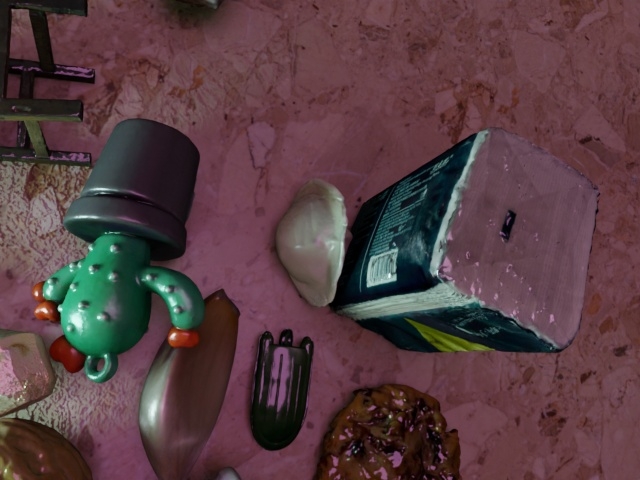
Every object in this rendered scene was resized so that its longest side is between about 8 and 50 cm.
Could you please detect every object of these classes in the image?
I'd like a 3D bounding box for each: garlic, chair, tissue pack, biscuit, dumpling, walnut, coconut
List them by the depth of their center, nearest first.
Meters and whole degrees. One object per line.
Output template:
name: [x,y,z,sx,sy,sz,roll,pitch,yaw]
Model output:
walnut: [-0.421,0.357,0.769,0.213,0.213,0.213,4,78,-18]
coconut: [-0.454,0.185,0.808,0.116,0.116,0.122,-24,81,-21]
chair: [-0.561,-0.240,0.816,0.416,0.240,0.203,1,81,-19]
garlic: [-0.214,0.226,0.903,0.143,0.112,0.318,42,60,-43]
tissue pack: [0.205,0.031,0.926,0.253,0.416,0.264,27,70,-14]
dumpling: [0.000,-0.004,0.995,0.126,0.166,0.215,34,67,-30]
biscuit: [0.132,0.428,0.996,0.289,0.081,0.334,10,78,-15]

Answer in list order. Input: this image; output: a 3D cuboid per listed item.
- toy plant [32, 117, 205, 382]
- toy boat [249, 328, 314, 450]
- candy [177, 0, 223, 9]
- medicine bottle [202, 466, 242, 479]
toy plant: [-0.298,0.017,0.871,0.280,0.185,0.400,14,68,-7]
toy boat: [-0.069,0.259,0.978,0.104,0.052,0.210,10,77,-18]
candy: [-0.211,-0.563,1.009,0.157,0.214,0.289,8,73,-18]
medicine bottle: [-0.226,0.493,0.798,0.316,0.202,0.202,-23,87,-20]
